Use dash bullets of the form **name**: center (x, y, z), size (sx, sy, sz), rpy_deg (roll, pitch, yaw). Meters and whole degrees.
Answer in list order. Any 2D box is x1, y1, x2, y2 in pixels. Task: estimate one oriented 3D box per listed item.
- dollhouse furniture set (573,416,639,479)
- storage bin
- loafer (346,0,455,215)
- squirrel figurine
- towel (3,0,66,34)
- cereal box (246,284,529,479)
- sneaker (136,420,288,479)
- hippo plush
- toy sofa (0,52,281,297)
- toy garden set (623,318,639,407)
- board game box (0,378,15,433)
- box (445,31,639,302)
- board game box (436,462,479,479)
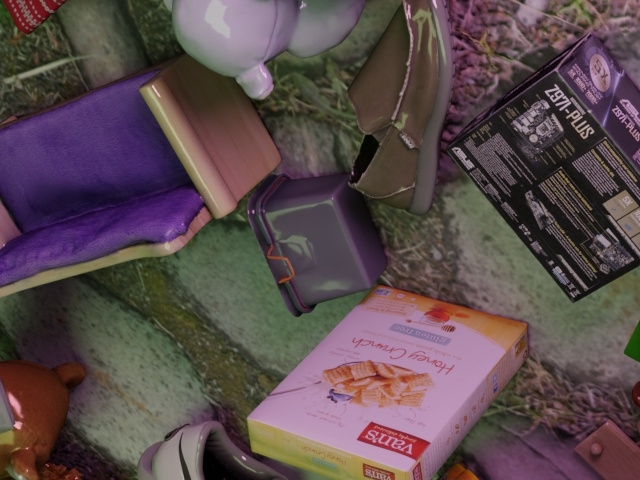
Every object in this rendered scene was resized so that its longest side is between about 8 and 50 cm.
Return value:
- **dollhouse furniture set**: center (0.290, 0.239, 1.551), size (0.123, 0.151, 0.144), rpy_deg (44, 133, 3)
- **storage bin**: center (0.000, 0.000, 1.649), size (0.091, 0.098, 0.135), rpy_deg (-12, 112, 30)
- **loafer**: center (0.067, -0.126, 1.487), size (0.087, 0.094, 0.251), rpy_deg (3, 127, -2)
- **squirrel figurine**: center (-0.399, 0.291, 2.070), size (0.397, 0.281, 0.370), rpy_deg (43, 127, -17)
- **towel**: center (-0.254, -0.342, 1.607), size (0.275, 0.031, 0.199), rpy_deg (-32, 83, 45)
- **cereal box**: center (0.067, 0.137, 1.582), size (0.173, 0.240, 0.047), rpy_deg (14, 127, 28)
- **sneaker**: center (-0.064, 0.343, 1.907), size (0.330, 0.122, 0.146), rpy_deg (48, 137, -2)
- **hippo plush**: center (-0.030, -0.224, 1.383), size (0.234, 0.294, 0.236), rpy_deg (46, 143, 33)
- **toy sofa**: center (-0.236, -0.065, 1.713), size (0.362, 0.177, 0.150), rpy_deg (-14, 111, 43)
- **toy garden set**: center (0.381, 0.131, 1.451), size (0.244, 0.049, 0.204), rpy_deg (27, 158, 11)
- **board game box**: center (-0.418, 0.048, 1.870), size (0.193, 0.053, 0.305), rpy_deg (88, 159, -56)
- **box**: center (0.223, -0.060, 1.444), size (0.180, 0.077, 0.147), rpy_deg (50, 136, -3)
- **board game box**: center (0.262, 0.372, 1.577), size (0.390, 0.050, 0.390), rpy_deg (48, 175, -1)
